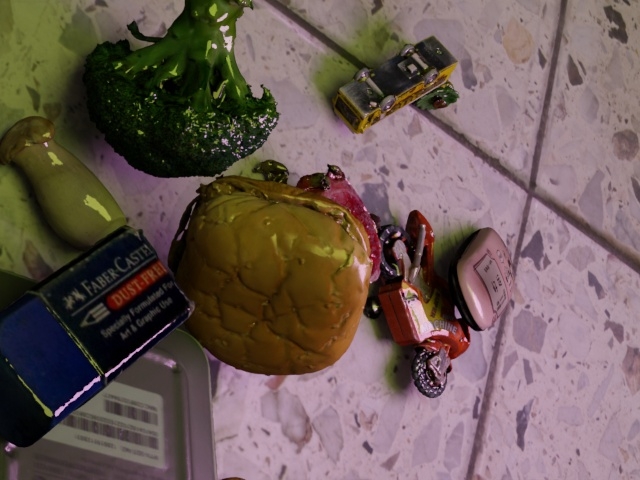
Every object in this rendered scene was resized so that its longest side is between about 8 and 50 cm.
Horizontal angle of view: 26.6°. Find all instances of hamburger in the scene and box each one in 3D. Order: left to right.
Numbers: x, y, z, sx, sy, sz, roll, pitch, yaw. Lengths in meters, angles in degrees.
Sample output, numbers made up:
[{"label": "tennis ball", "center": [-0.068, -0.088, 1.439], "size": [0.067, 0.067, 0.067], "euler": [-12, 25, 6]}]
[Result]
[{"label": "hamburger", "center": [-0.076, 0.057, 1.887], "size": [0.319, 0.318, 0.158], "euler": [48, 32, -24]}]

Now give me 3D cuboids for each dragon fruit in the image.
[{"label": "dragon fruit", "center": [0.000, 0.000, 2.075], "size": [0.211, 0.147, 0.282], "euler": [-29, 103, -41]}]

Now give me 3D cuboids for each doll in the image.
[{"label": "doll", "center": [0.185, -0.279, 2.369], "size": [0.078, 0.076, 0.113], "euler": [27, 31, -61]}]

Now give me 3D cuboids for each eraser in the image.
[{"label": "eraser", "center": [-0.295, 0.106, 1.648], "size": [0.155, 0.101, 0.332], "euler": [52, 35, -2]}]

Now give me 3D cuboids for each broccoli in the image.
[{"label": "broccoli", "center": [-0.184, -0.226, 1.863], "size": [0.297, 0.297, 0.297], "euler": [12, 105, -40]}]

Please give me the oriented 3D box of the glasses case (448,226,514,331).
[{"label": "glasses case", "center": [0.275, 0.062, 2.289], "size": [0.122, 0.075, 0.314], "euler": [66, 21, -7]}]

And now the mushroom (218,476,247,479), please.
[{"label": "mushroom", "center": [-0.103, 0.386, 1.926], "size": [0.127, 0.087, 0.127], "euler": [22, 25, -11]}]

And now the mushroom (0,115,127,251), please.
[{"label": "mushroom", "center": [-0.343, -0.070, 1.813], "size": [0.088, 0.097, 0.213], "euler": [-41, 109, -28]}]

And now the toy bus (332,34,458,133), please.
[{"label": "toy bus", "center": [0.124, -0.264, 2.250], "size": [0.226, 0.074, 0.081], "euler": [-35, 76, -30]}]

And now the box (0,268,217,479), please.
[{"label": "box", "center": [-0.304, 0.254, 1.698], "size": [0.396, 0.111, 0.397], "euler": [21, 47, -37]}]

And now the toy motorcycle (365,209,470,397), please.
[{"label": "toy motorcycle", "center": [0.164, 0.107, 2.238], "size": [0.171, 0.089, 0.298], "euler": [-22, 96, -44]}]
